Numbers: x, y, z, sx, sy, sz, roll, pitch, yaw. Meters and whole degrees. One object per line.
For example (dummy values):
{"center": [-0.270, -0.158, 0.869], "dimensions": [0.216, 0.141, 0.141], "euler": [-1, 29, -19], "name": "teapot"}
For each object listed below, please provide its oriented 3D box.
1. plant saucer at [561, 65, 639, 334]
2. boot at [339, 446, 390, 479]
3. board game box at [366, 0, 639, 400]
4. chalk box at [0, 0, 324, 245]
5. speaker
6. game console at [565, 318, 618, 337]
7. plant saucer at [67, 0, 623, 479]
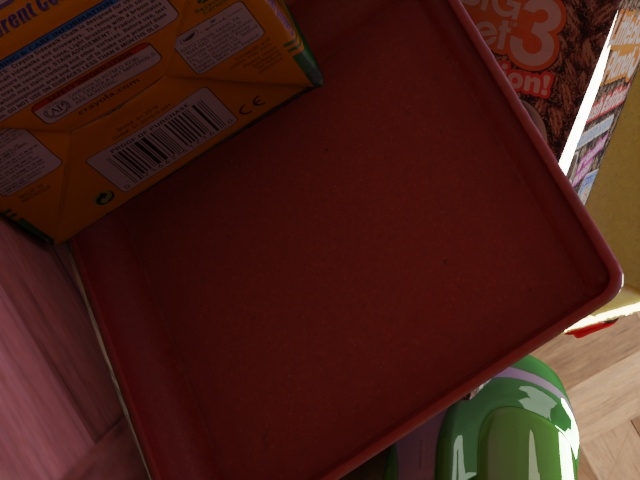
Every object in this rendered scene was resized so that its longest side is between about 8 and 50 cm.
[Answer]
{"center": [0.173, -0.092, 1.237], "dimensions": [0.332, 0.081, 0.333], "euler": [-8, 99, -54], "name": "plant saucer"}
{"center": [0.034, 0.193, 1.073], "dimensions": [0.305, 0.112, 0.115], "euler": [61, 36, -34], "name": "boot"}
{"center": [0.055, -0.093, 0.922], "dimensions": [0.232, 0.291, 0.141], "euler": [24, 23, 17], "name": "board game box"}
{"center": [-0.154, -0.180, 0.781], "dimensions": [0.289, 0.180, 0.179], "euler": [62, 7, 25], "name": "chalk box"}
{"center": [0.098, 0.208, 0.912], "dimensions": [0.131, 0.131, 0.297], "euler": [55, 28, -36], "name": "speaker"}
{"center": [0.121, -0.092, 1.399], "dimensions": [0.342, 0.060, 0.387], "euler": [15, 46, -52], "name": "game console"}
{"center": [0.000, 0.000, 0.788], "dimensions": [0.047, 0.258, 0.259], "euler": [33, 26, -54], "name": "plant saucer"}
